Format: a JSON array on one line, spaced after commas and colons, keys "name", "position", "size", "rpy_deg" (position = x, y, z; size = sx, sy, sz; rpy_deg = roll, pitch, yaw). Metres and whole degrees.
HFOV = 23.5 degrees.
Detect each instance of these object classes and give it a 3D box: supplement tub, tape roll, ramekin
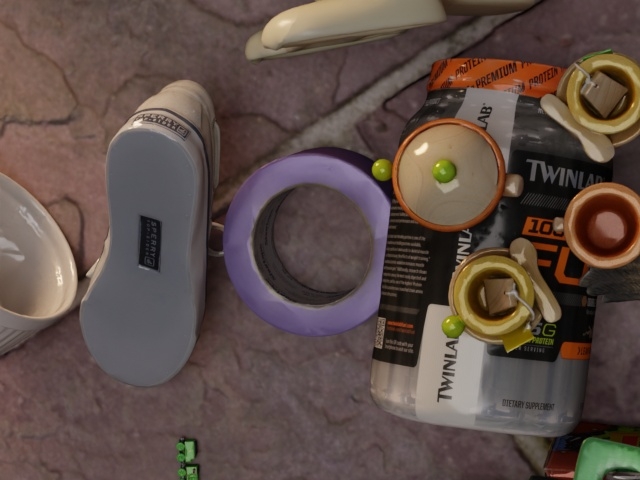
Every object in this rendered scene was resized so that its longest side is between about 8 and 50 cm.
[{"name": "supplement tub", "position": [0.165, 0.007, 1.462], "size": [0.207, 0.207, 0.338], "rpy_deg": [7, 89, 13]}, {"name": "tape roll", "position": [0.000, 0.000, 1.584], "size": [0.189, 0.080, 0.189], "rpy_deg": [2, 99, 13]}, {"name": "ramekin", "position": [-0.370, 0.027, 1.623], "size": [0.109, 0.207, 0.207], "rpy_deg": [-38, 88, 25]}]

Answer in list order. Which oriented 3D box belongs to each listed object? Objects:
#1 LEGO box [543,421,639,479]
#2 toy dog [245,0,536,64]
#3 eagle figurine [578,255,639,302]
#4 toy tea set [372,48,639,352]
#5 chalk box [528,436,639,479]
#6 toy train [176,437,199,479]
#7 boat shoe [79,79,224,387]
[{"name": "LEGO box", "position": [0.409, 0.441, 1.488], "size": [0.372, 0.193, 0.500], "rpy_deg": [0, 98, 14]}, {"name": "toy dog", "position": [0.054, -0.395, 1.413], "size": [0.395, 0.284, 0.408], "rpy_deg": [-11, 96, 2]}, {"name": "eagle figurine", "position": [0.417, 0.051, 1.402], "size": [0.226, 0.298, 0.225], "rpy_deg": [41, 144, 34]}, {"name": "toy tea set", "position": [0.215, -0.057, 1.285], "size": [0.336, 0.124, 0.200], "rpy_deg": [-31, 81, 8]}, {"name": "chalk box", "position": [0.240, 0.318, 1.318], "size": [0.180, 0.179, 0.289], "rpy_deg": [12, 101, 12]}, {"name": "toy train", "position": [-0.145, 0.258, 1.692], "size": [0.023, 0.017, 0.083], "rpy_deg": [-2, 98, 4]}, {"name": "boat shoe", "position": [-0.163, -0.015, 1.600], "size": [0.135, 0.156, 0.367], "rpy_deg": [16, 131, 9]}]
